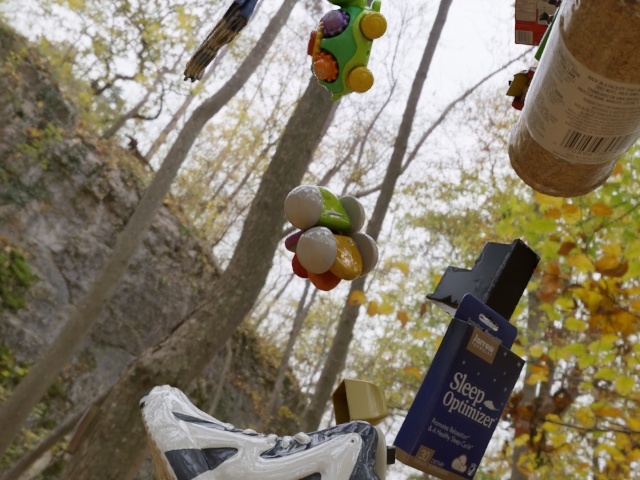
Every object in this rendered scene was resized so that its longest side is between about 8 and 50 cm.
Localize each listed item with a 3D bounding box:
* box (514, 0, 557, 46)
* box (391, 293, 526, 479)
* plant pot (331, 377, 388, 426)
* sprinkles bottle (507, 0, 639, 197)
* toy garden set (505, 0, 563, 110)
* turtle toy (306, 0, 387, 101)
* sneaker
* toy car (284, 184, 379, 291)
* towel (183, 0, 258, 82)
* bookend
[{"bbox_3d":[0.520,-0.452,1.173,0.257,0.122,0.128,19,-42,36],"label":"box"},{"bbox_3d":[0.187,0.194,0.779,0.136,0.225,0.036,33,-11,-33],"label":"box"},{"bbox_3d":[0.075,0.304,1.102,0.083,0.081,0.081,5,-37,-17],"label":"plant pot"},{"bbox_3d":[0.254,-0.158,0.527,0.121,0.121,0.355,18,-17,12],"label":"sprinkles bottle"},{"bbox_3d":[0.396,-0.336,0.994,0.049,0.244,0.204,37,-44,21],"label":"toy garden set"},{"bbox_3d":[0.023,-0.199,0.584,0.066,0.095,0.130,11,-76,-7],"label":"turtle toy"},{"bbox_3d":[-0.027,0.168,0.441,0.235,0.153,0.094,32,-47,49],"label":"sneaker"},{"bbox_3d":[0.000,0.000,1.033,0.159,0.182,0.136,9,-34,-45],"label":"toy car"},{"bbox_3d":[-0.117,-0.360,0.914,0.034,0.209,0.285,33,-18,-20],"label":"towel"},{"bbox_3d":[0.307,0.073,1.158,0.072,0.156,0.157,36,-13,-27],"label":"bookend"}]
